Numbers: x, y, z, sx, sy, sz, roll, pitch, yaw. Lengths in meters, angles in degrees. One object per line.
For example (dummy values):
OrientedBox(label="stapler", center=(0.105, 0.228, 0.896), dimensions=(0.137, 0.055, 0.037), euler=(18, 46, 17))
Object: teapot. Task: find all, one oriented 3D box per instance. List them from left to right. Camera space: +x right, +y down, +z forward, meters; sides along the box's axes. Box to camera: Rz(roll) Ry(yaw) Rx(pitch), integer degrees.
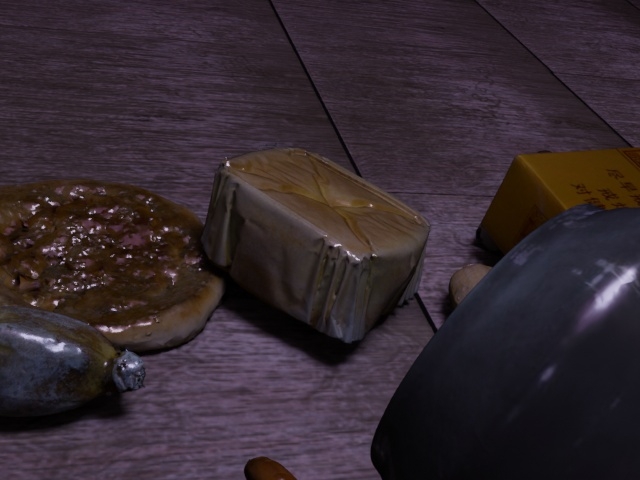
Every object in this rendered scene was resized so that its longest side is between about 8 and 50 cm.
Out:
OrientedBox(label="teapot", center=(0.256, 0.180, 0.556), dimensions=(0.362, 0.305, 0.376), euler=(42, 13, 25))

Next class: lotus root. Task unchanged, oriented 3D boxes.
OrientedBox(label="lotus root", center=(-0.222, 0.097, 0.663), dimensions=(0.165, 0.088, 0.088), euler=(8, 33, -15))
OrientedBox(label="lotus root", center=(0.170, 0.070, 0.849), dimensions=(0.073, 0.062, 0.150), euler=(4, 33, -13))

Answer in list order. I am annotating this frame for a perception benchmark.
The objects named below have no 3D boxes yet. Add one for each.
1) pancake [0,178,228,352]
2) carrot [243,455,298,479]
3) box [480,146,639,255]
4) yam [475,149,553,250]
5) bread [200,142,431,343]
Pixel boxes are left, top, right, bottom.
OrientedBox(label="pancake", center=(-0.228, 0.014, 0.816), dimensions=(0.283, 0.049, 0.282), euler=(12, 33, -8))
OrientedBox(label="carrot", center=(0.011, 0.217, 0.573), dimensions=(0.061, 0.061, 0.210), euler=(-18, 40, -38))
OrientedBox(label="box", center=(0.427, 0.012, 0.944), dimensions=(0.416, 0.115, 0.264), euler=(-6, 45, -28))
OrientedBox(label="yam", center=(0.262, -0.058, 1.090), dimensions=(0.046, 0.046, 0.264), euler=(24, 34, 17))
OrientedBox(label="bread", center=(-0.002, 0.000, 0.843), dimensions=(0.210, 0.109, 0.192), euler=(31, 27, 18))
